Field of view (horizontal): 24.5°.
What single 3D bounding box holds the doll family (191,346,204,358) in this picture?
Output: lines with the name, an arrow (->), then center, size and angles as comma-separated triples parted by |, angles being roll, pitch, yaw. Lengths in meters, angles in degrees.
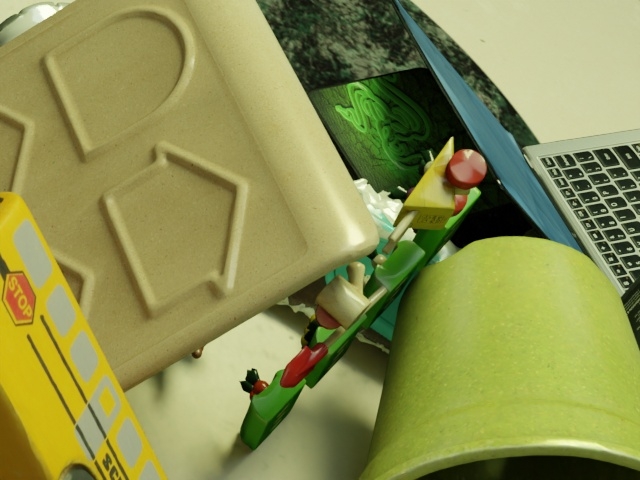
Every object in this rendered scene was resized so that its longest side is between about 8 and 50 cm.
doll family -> -0.146, 0.026, 1.168 | 0.111, 0.076, 0.193 | 1, 53, -42

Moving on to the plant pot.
plant pot -> 0.145, 0.143, 1.084 | 0.276, 0.276, 0.254 | 22, 40, -16

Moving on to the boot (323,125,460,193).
boot -> 0.054, -0.108, 1.461 | 0.137, 0.077, 0.198 | 41, 36, 17

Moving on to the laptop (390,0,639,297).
laptop -> 0.303, -0.087, 1.408 | 0.408, 0.236, 0.382 | -9, 36, -8

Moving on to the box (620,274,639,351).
box -> 0.350, 0.104, 1.246 | 0.257, 0.322, 0.079 | 9, 43, -31

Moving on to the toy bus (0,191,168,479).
toy bus -> -0.195, 0.090, 0.871 | 0.130, 0.108, 0.332 | -67, 140, -56

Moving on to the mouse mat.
mouse mat -> 0.090, -0.090, 1.407 | 0.153, 0.007, 0.189 | -15, 57, -29

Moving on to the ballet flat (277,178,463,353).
ballet flat -> 0.000, 0.000, 1.281 | 0.409, 0.147, 0.147 | 35, 37, -5

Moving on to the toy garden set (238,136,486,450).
toy garden set -> 0.024, 0.033, 1.091 | 0.049, 0.204, 0.244 | 42, 71, 7

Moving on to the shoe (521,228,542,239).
shoe -> 0.241, 0.059, 1.426 | 0.077, 0.058, 0.219 | 18, 39, -22

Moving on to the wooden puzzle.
wooden puzzle -> -0.165, -0.027, 1.081 | 0.322, 0.348, 0.080 | 63, 2, 31

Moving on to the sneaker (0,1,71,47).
sneaker -> -0.155, -0.131, 1.322 | 0.297, 0.111, 0.129 | -5, 68, -35
